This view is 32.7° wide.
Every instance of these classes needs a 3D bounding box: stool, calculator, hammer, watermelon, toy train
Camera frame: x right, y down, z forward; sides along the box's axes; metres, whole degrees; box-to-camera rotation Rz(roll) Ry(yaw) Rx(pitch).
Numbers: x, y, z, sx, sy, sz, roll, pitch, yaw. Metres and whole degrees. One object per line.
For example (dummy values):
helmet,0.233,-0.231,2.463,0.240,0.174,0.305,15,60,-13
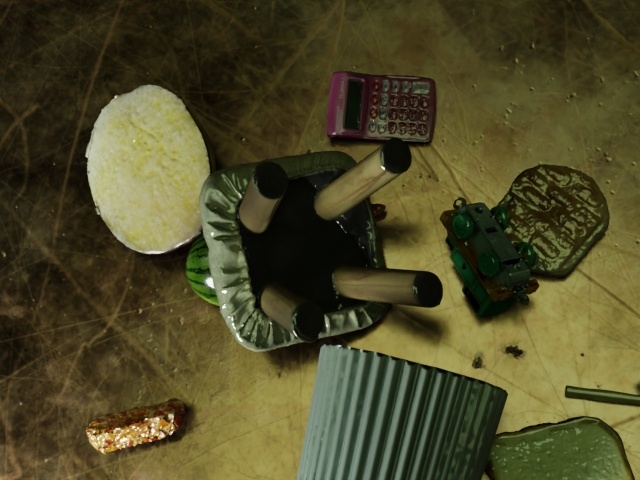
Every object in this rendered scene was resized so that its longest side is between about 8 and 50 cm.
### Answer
stool,0.000,0.000,1.716,0.310,0.226,0.310,-13,87,-28
calculator,0.108,-0.234,1.935,0.190,0.034,0.127,5,75,4
hammer,0.492,0.257,1.746,0.199,0.013,0.062,5,97,14
watermelon,-0.132,0.047,1.841,0.187,0.141,0.141,4,76,6
stool,0.101,0.350,1.652,0.297,0.297,0.330,13,82,12
toy train,0.269,0.031,1.790,0.091,0.136,0.228,-11,53,-29

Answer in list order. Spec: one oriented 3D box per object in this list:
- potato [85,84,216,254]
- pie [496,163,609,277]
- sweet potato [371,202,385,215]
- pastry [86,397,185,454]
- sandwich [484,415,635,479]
potato,-0.285,-0.115,1.921,0.239,0.116,0.299,-24,77,11
pie,0.383,-0.038,1.832,0.195,0.046,0.195,-2,76,7
sweet potato,0.025,-0.068,1.898,0.179,0.044,0.044,4,76,3
pastry,-0.304,0.313,1.827,0.169,0.087,0.063,-14,107,5
sandwich,0.374,0.400,1.661,0.226,0.087,0.251,-18,55,5
